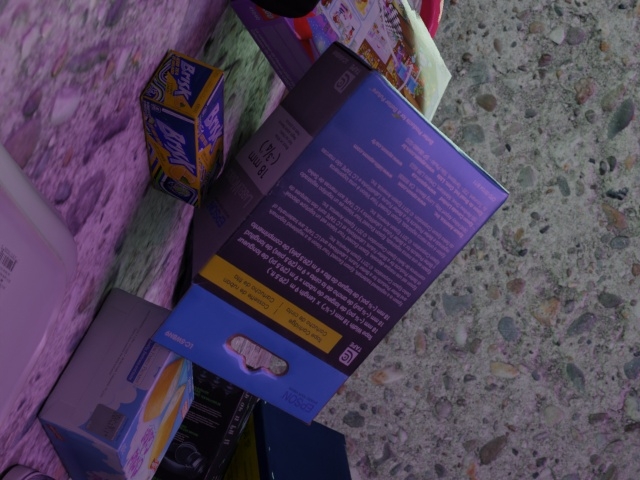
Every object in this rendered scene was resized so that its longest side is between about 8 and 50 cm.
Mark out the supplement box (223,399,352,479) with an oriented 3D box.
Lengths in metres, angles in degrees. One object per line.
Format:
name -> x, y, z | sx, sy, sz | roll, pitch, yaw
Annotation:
supplement box -> -0.128, 0.468, 1.626 | 0.356, 0.195, 0.194 | -44, -147, 25

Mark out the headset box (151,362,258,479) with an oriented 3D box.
headset box -> -0.195, 0.288, 1.448 | 0.246, 0.131, 0.283 | 86, 27, -78

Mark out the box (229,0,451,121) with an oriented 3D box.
box -> 0.036, -0.218, 1.060 | 0.293, 0.057, 0.201 | 54, 49, -37

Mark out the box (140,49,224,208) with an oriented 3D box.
box -> -0.124, -0.098, 0.886 | 0.169, 0.054, 0.059 | 101, 13, -65

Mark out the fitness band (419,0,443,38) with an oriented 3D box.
fitness band -> 0.072, -0.324, 1.300 | 0.209, 0.054, 0.291 | -46, 148, -8

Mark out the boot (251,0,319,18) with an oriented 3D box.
boot -> 0.035, -0.380, 0.811 | 0.260, 0.131, 0.348 | -57, -179, -29

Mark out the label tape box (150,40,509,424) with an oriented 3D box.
label tape box -> 0.000, 0.000, 0.999 | 0.333, 0.241, 0.106 | -49, -143, 6

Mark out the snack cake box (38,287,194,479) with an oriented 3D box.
snack cake box -> -0.211, 0.180, 1.036 | 0.264, 0.089, 0.152 | 103, 11, -63

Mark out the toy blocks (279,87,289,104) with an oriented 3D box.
toy blocks -> 0.026, -0.062, 1.452 | 0.191, 0.261, 0.381 | -33, 145, -81

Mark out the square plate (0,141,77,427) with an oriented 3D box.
square plate -> -0.244, 0.095, 0.537 | 0.347, 0.049, 0.344 | 98, 16, -73

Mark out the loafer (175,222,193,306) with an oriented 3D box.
loafer -> -0.138, 0.047, 1.250 | 0.076, 0.078, 0.223 | -61, 173, -45

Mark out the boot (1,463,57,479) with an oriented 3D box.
boot -> -0.258, 0.264, 0.927 | 0.190, 0.086, 0.069 | 88, 26, -79
